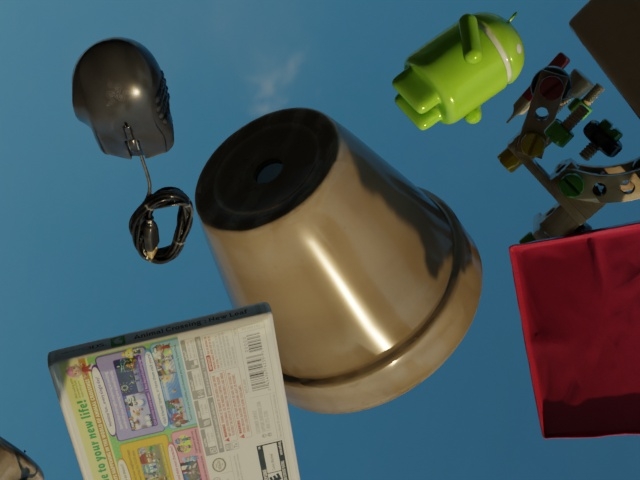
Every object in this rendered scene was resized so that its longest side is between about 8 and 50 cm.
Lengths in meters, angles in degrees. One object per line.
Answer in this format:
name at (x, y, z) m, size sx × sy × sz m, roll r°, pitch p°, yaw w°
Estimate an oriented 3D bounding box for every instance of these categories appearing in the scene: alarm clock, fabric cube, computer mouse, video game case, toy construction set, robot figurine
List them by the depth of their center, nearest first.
computer mouse at (-0.139, -0.055, 0.858) m, size 0.071 × 0.242 × 0.041 m, roll -9°, pitch -130°, yaw -2°
robot figurine at (0.115, -0.140, 0.908) m, size 0.115 × 0.101 × 0.067 m, roll -35°, pitch -118°, yaw -10°
video game case at (-0.124, 0.165, 1.009) m, size 0.193 × 0.212 × 0.023 m, roll -13°, pitch -147°, yaw -8°
alarm clock at (-0.357, 0.254, 1.248) m, size 0.192 × 0.129 × 0.064 m, roll 18°, pitch -118°, yaw 36°
fabric cube at (0.430, 0.096, 1.398) m, size 0.259 × 0.258 × 0.254 m, roll -11°, pitch -93°, yaw 48°
toy construction set at (0.344, -0.120, 1.684) m, size 0.237 × 0.257 × 0.309 m, roll -49°, pitch -152°, yaw 22°

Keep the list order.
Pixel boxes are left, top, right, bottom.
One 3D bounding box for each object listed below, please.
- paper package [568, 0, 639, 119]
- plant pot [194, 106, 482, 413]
paper package at (0.531, -0.281, 1.427) m, size 0.325 × 0.168 × 0.310 m, roll -46°, pitch -139°, yaw 24°
plant pot at (0.000, 0.000, 1.356) m, size 0.323 × 0.280 × 0.323 m, roll -17°, pitch -135°, yaw 18°
